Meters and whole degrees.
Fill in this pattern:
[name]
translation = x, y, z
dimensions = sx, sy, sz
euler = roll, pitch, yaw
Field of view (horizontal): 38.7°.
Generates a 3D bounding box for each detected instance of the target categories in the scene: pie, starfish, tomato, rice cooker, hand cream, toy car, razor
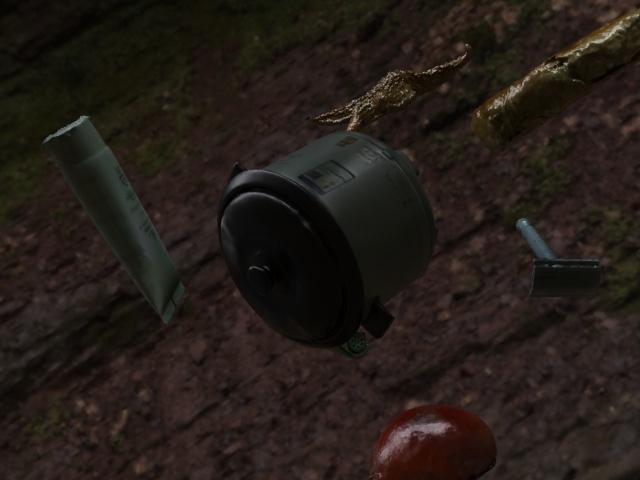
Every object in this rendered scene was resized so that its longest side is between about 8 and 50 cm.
[pie]
translation = 0.357, -0.230, 1.289
dimensions = 0.339, 0.083, 0.339
euler = -31, 1, 0
[starfish]
translation = 0.111, -0.273, 1.788
dimensions = 0.293, 0.084, 0.301
euler = -31, 7, -36
[tomato]
translation = 0.178, 0.338, 1.535
dimensions = 0.228, 0.112, 0.199
euler = -31, 28, -36
[rice cooker]
translation = 0.000, 0.000, 1.134
dimensions = 0.227, 0.280, 0.241
euler = -33, -17, -38
[hand cream]
translation = -0.188, -0.019, 0.866
dimensions = 0.050, 0.205, 0.078
euler = -24, 19, 13
[toy car]
translation = -0.024, 0.127, 1.417
dimensions = 0.076, 0.224, 0.090
euler = -57, 25, -13
[razor]
translation = 0.360, 0.017, 1.481
dimensions = 0.106, 0.068, 0.232
euler = 1, 24, -7
